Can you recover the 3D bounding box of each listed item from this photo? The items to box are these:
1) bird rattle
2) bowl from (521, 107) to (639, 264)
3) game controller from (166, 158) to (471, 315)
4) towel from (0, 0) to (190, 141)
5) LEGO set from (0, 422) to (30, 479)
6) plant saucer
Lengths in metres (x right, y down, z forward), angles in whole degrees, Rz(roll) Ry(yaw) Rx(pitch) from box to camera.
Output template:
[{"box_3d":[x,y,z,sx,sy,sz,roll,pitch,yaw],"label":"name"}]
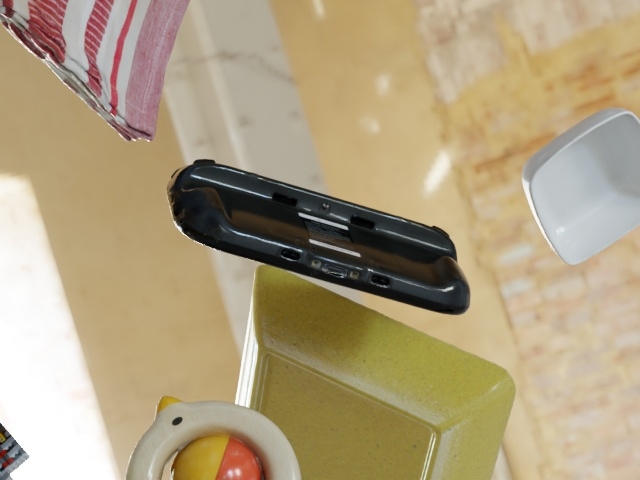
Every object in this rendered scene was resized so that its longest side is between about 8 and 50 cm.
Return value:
[{"box_3d":[-0.098,0.248,1.663,0.253,0.207,0.143,13,-17,13],"label":"bird rattle"},{"box_3d":[0.273,-0.062,1.870,0.142,0.142,0.053,-34,37,-7],"label":"bowl"},{"box_3d":[0.000,0.000,1.840,0.319,0.067,0.166,16,28,-16],"label":"game controller"},{"box_3d":[-0.211,-0.262,1.785,0.037,0.237,0.329,7,-16,21],"label":"towel"},{"box_3d":[-0.460,0.201,1.922,0.255,0.192,0.331,-36,-37,-18],"label":"LEGO set"},{"box_3d":[0.034,0.229,2.107,0.081,0.333,0.333,-48,-25,-47],"label":"plant saucer"}]
